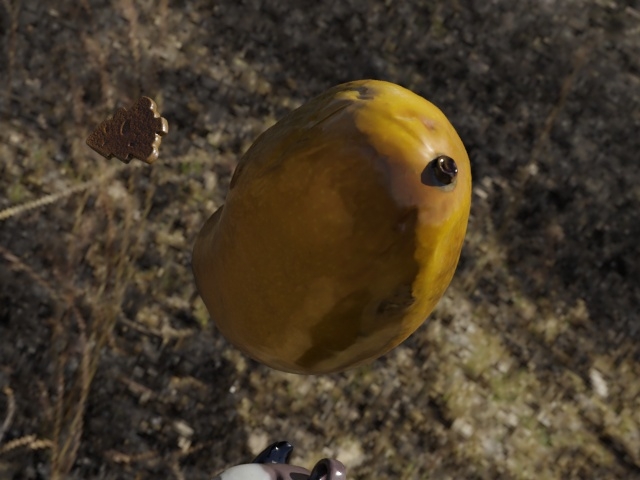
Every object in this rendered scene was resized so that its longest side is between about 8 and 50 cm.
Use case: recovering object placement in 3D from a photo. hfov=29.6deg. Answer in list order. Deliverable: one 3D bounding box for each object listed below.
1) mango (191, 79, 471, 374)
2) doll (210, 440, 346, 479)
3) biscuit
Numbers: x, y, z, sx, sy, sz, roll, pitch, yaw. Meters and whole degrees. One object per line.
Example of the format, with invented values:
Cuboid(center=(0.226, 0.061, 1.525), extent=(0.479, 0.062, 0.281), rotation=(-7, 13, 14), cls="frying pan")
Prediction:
Cuboid(center=(0.001, 0.004, 0.893), extent=(0.144, 0.359, 0.187), rotation=(-14, 73, -28), cls="mango")
Cuboid(center=(-0.056, 0.267, 0.891), extent=(0.117, 0.257, 0.182), rotation=(19, 14, -26), cls="doll")
Cuboid(center=(-0.207, -0.111, 1.295), extent=(0.016, 0.092, 0.082), rotation=(52, 25, -62), cls="biscuit")
